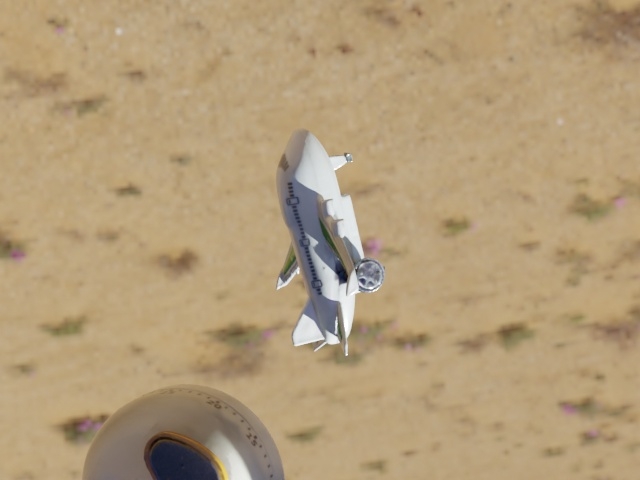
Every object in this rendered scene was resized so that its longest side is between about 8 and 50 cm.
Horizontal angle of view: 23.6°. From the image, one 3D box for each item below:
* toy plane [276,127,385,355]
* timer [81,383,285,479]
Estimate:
[{"bbox_3d":[0.005,0.000,1.724,0.101,0.255,0.251,-6,-179,-19],"label":"toy plane"},{"bbox_3d":[-0.147,0.280,1.755,0.233,0.234,0.240,-15,-179,20],"label":"timer"}]
